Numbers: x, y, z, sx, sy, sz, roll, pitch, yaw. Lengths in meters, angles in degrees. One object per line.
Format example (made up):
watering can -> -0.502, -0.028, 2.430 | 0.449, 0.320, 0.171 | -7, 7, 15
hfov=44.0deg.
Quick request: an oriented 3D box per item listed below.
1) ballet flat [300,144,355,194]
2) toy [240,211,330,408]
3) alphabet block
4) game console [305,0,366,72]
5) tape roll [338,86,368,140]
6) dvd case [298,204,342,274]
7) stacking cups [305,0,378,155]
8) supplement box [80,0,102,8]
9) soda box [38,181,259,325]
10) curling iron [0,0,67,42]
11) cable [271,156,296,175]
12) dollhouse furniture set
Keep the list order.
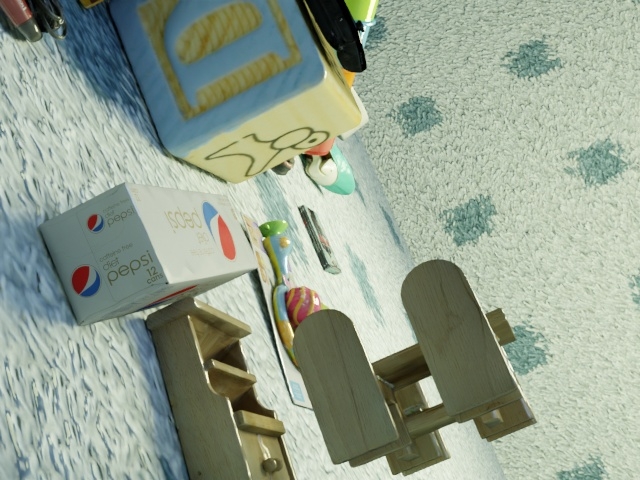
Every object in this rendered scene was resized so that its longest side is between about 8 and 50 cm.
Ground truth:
ballet flat -> -0.015, -0.176, 1.568 | 0.247, 0.083, 0.087 | 61, 35, -22
toy -> -0.021, 0.080, 0.941 | 0.137, 0.056, 0.237 | 41, 26, -63
alphabet block -> -0.086, -0.197, 0.895 | 0.197, 0.192, 0.193 | 24, 43, -76
game console -> -0.030, -0.339, 0.875 | 0.361, 0.044, 0.213 | 65, 11, 16
tape roll -> -0.046, -0.374, 1.596 | 0.392, 0.072, 0.392 | 53, 2, -3
dvd case -> 0.000, 0.000, 1.358 | 0.119, 0.013, 0.087 | 68, 11, 14
stacking cups -> 0.022, -0.260, 1.016 | 0.096, 0.096, 0.316 | -94, -163, -64
supplement box -> -0.217, -0.316, 0.819 | 0.104, 0.081, 0.188 | 60, 11, -22
soda box -> -0.116, 0.007, 0.599 | 0.074, 0.069, 0.216 | 66, 10, 4
curling iron -> -0.267, -0.251, 0.543 | 0.274, 0.035, 0.068 | 57, 9, -40
cable -> -0.081, -0.206, 1.250 | 0.139, 0.072, 0.287 | 49, 19, -31
dollhouse furniture set -> 0.018, 0.091, 0.586 | 0.161, 0.242, 0.212 | 69, 11, 23
